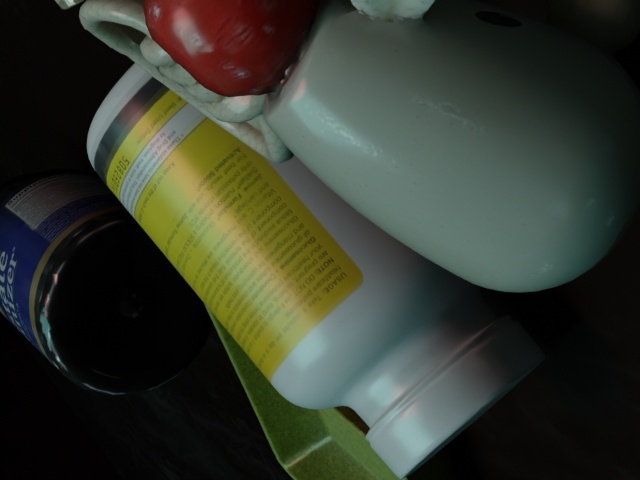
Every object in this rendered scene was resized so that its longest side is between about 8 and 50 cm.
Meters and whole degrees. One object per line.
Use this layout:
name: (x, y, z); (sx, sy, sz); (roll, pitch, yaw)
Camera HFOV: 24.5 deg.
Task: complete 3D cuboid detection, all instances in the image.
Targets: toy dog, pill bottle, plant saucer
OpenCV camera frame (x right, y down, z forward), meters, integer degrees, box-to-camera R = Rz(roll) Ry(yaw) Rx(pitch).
toy dog: (-0.038, -0.138, 0.358); (0.333, 0.161, 0.220); (35, -179, -39)
pill bottle: (-0.166, 0.018, 1.020); (0.219, 0.123, 0.123); (26, 149, 60)
pill bottle: (0.000, 0.000, 0.583); (0.184, 0.103, 0.103); (50, 163, 11)
plant saucer: (0.023, 0.120, 0.865); (0.188, 0.045, 0.188); (38, 158, 40)

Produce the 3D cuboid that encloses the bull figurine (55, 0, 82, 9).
bull figurine: (-0.146, -0.180, 0.574); (0.310, 0.101, 0.188); (3, 132, 57)
